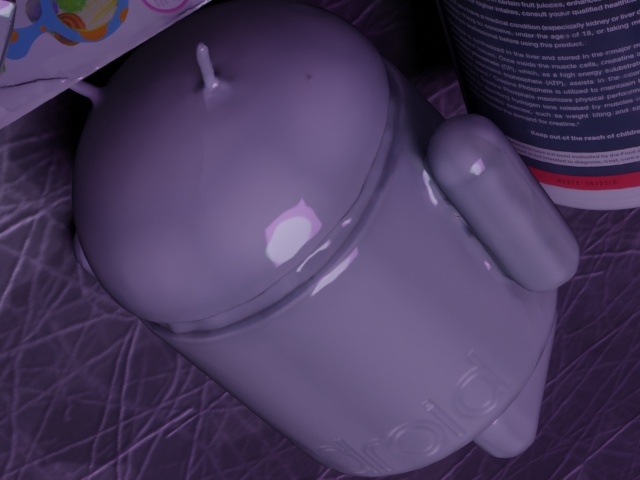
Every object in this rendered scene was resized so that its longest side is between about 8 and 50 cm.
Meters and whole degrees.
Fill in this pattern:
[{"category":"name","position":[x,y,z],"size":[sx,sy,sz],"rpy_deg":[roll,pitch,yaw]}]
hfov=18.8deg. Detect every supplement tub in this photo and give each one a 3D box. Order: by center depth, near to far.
[{"category":"supplement tub","position":[0.152,-0.167,1.079],"size":[0.191,0.191,0.272],"rpy_deg":[-30,136,-8]}]

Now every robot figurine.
[{"category":"robot figurine","position":[0.000,0.000,1.098],"size":[0.300,0.200,0.353],"rpy_deg":[-16,137,35]}]

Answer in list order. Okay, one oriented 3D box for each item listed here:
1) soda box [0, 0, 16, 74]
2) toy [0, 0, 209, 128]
[{"category":"soda box","position":[-0.282,-0.122,0.849],"size":[0.286,0.098,0.091],"rpy_deg":[11,124,-17]},{"category":"toy","position":[-0.147,-0.150,0.986],"size":[0.237,0.056,0.137],"rpy_deg":[-32,105,4]}]
